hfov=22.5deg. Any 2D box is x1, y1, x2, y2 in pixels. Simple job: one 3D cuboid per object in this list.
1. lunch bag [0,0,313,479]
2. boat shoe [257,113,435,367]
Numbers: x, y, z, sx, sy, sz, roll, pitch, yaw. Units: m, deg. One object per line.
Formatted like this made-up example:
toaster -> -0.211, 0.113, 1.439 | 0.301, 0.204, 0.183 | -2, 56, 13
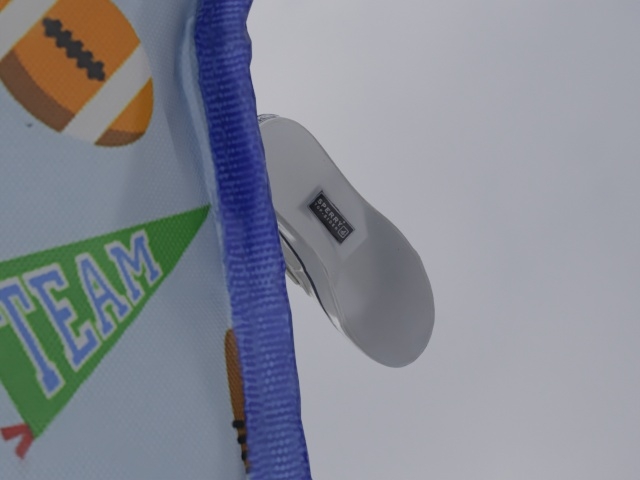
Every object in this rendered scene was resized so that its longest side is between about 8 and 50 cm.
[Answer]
lunch bag -> -0.231, 0.012, 0.518 | 0.385, 0.328, 0.239 | -21, -110, 61
boat shoe -> 0.000, 0.000, 1.384 | 0.096, 0.267, 0.088 | -48, -153, -12
